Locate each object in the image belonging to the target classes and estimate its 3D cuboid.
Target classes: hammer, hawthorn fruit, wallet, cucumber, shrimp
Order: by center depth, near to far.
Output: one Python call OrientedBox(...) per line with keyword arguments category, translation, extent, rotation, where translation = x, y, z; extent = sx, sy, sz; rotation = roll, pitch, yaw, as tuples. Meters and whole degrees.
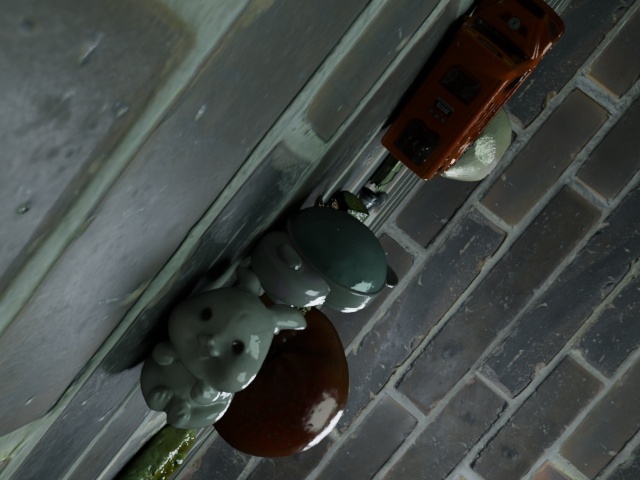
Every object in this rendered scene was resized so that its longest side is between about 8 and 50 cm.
OrientedBox(category="shrimp", translation=(0.010, -0.053, 1.122), extent=(0.092, 0.038, 0.029), rotation=(106, -18, -73))
OrientedBox(category="hawthorn fruit", translation=(-0.076, 0.260, 1.169), extent=(0.277, 0.277, 0.298), rotation=(-48, 142, -22))
OrientedBox(category="cucumber", translation=(-0.002, -0.002, 1.260), extent=(0.078, 0.062, 0.211), rotation=(16, 125, -46))
OrientedBox(category="wallet", translation=(0.176, -0.182, 1.509), extent=(0.155, 0.039, 0.110), rotation=(-53, 174, 11))
OrientedBox(category="hammer", translation=(0.128, -0.091, 1.689), extent=(0.152, 0.044, 0.427), rotation=(-52, 174, 20))

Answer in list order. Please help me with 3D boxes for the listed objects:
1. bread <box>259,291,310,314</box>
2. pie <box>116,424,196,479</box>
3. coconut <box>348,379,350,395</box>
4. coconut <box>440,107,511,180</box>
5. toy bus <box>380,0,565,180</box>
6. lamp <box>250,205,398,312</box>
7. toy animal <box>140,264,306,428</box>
OrientedBox(category="bread", translation=(-0.089, 0.114, 1.023), extent=(0.187, 0.065, 0.103), rotation=(-28, 170, -9))
OrientedBox(category="pie", translation=(-0.390, 0.528, 1.487), extent=(0.277, 0.078, 0.277), rotation=(-51, 173, -9))
OrientedBox(category="coconut", translation=(-0.102, 0.331, 1.544), extent=(0.329, 0.329, 0.329), rotation=(-50, 173, -8))
OrientedBox(category="coconut", translation=(0.372, -0.255, 1.681), extent=(0.234, 0.224, 0.224), rotation=(-47, 173, -33))
OrientedBox(category="toy bus", translation=(0.246, -0.262, 1.099), extent=(0.329, 0.143, 0.153), rotation=(-52, 171, 36))
OrientedBox(category="lamp", translation=(0.008, 0.021, 0.961), extent=(0.246, 0.179, 0.108), rotation=(-11, 140, -48))
OrientedBox(category="toy animal", translation=(-0.127, 0.135, 0.823), extent=(0.193, 0.127, 0.178), rotation=(-52, 171, 20))
